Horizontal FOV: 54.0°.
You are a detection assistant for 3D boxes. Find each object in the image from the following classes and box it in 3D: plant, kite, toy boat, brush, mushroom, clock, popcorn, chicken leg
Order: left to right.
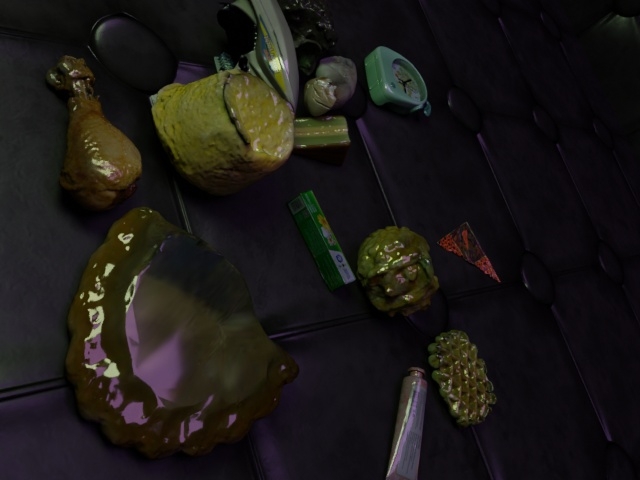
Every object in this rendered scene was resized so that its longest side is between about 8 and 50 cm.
[{"bbox_3d":[-0.315,-0.151,0.859,0.107,0.087,0.252,4,57,-55],"label":"chicken leg"},{"bbox_3d":[-0.153,-0.254,1.115,0.033,0.030,0.179,9,60,-52],"label":"brush"},{"bbox_3d":[-0.110,-0.331,1.084,0.140,0.140,0.270,13,60,-39],"label":"toy boat"},{"bbox_3d":[-0.045,-0.411,1.240,0.131,0.142,0.203,35,37,-37],"label":"plant"},{"bbox_3d":[0.021,-0.304,1.251,0.092,0.081,0.223,57,27,-21],"label":"mushroom"},{"bbox_3d":[0.143,0.058,1.145,0.173,0.142,0.173,40,19,-17],"label":"popcorn"},{"bbox_3d":[0.190,-0.363,1.486,0.188,0.060,0.148,17,55,-37],"label":"clock"},{"bbox_3d":[0.342,0.004,1.452,0.222,0.008,0.125,30,49,-28],"label":"kite"}]

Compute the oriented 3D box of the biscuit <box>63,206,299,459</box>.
[{"bbox_3d":[-0.166,0.124,0.844,0.334,0.078,0.330,17,60,-34],"label":"biscuit"}]

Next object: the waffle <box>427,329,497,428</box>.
[{"bbox_3d":[0.274,0.263,1.213,0.169,0.036,0.184,-11,76,-49],"label":"waffle"}]

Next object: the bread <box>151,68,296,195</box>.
[{"bbox_3d":[-0.149,-0.172,0.966,0.197,0.170,0.197,29,51,-45],"label":"bread"}]

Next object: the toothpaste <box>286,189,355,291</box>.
[{"bbox_3d":[0.000,0.000,1.100,0.037,0.043,0.179,-20,81,-51],"label":"toothpaste"}]

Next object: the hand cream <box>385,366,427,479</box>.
[{"bbox_3d":[0.150,0.317,1.062,0.067,0.043,0.210,32,53,-24],"label":"hand cream"}]

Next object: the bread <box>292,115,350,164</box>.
[{"bbox_3d":[-0.020,-0.189,1.217,0.139,0.084,0.074,-6,69,-13],"label":"bread"}]
